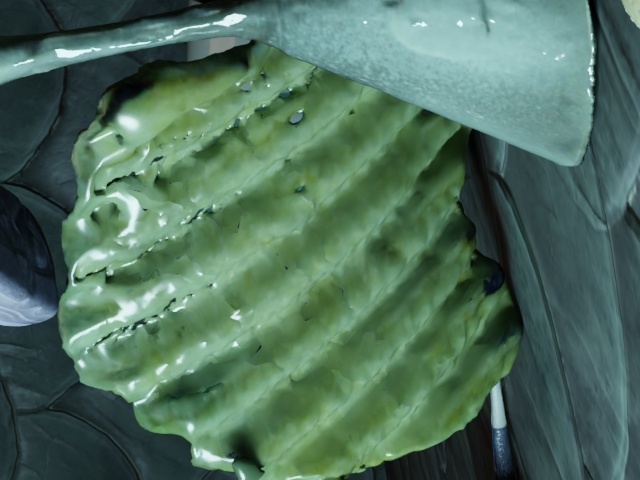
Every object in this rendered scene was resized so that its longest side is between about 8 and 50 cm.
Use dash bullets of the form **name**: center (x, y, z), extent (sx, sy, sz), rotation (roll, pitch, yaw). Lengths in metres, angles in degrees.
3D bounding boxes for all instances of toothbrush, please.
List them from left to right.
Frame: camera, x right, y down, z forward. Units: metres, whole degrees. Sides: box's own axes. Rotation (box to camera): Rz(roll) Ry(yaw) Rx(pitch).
- **toothbrush**: center (0.164, 0.185, 1.674), extent (0.026, 0.024, 0.288), rotation (-106, 5, -66)

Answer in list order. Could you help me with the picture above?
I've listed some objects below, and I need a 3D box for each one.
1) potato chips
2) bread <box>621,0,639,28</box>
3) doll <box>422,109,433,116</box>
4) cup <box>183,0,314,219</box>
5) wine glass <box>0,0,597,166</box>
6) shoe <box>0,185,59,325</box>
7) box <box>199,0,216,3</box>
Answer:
- **potato chips**: center (-0.006, 0.001, 1.363), extent (0.097, 0.389, 0.373), rotation (21, 122, 54)
- **bread**: center (0.140, -0.168, 0.725), extent (0.251, 0.039, 0.181), rotation (87, 173, -64)
- **doll**: center (0.088, -0.096, 1.622), extent (0.245, 0.076, 0.142), rotation (71, -155, -77)
- **cup**: center (-0.029, -0.125, 1.811), extent (0.289, 0.219, 0.257), rotation (-125, 38, -75)
- **wine glass**: center (-0.056, -0.132, 1.106), extent (0.267, 0.406, 0.267), rotation (167, 90, -85)
- **shoe**: center (-0.285, 0.006, 1.224), extent (0.245, 0.138, 0.095), rotation (38, -146, -46)
- **box**: center (-0.018, -0.265, 1.280), extent (0.212, 0.042, 0.201), rotation (-44, -17, -41)
